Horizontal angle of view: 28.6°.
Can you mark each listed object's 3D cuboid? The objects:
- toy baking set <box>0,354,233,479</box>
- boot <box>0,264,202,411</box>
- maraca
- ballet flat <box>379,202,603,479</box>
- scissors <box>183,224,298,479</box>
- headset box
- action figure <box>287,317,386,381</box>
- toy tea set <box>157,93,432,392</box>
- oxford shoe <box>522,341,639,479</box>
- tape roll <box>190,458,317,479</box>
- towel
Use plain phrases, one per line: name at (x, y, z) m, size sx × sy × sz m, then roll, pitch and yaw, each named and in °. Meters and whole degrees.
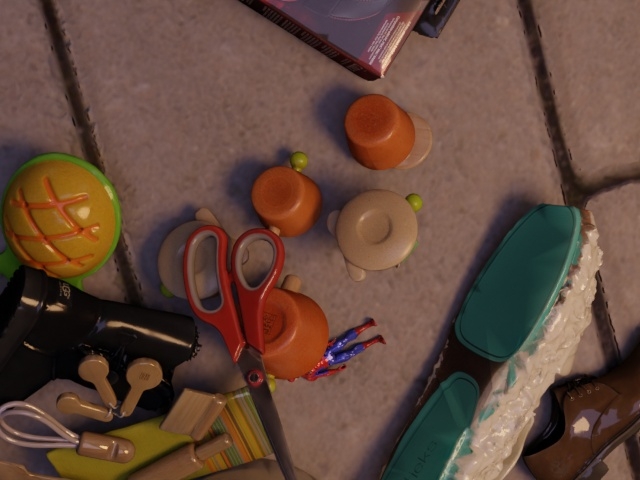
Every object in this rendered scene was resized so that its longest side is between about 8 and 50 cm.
toy baking set at (-0.220, 0.200, 1.281) m, size 0.256 × 0.030 × 0.197 m, roll -33°, pitch 123°, yaw 16°
boot at (-0.263, 0.145, 1.309) m, size 0.207 × 0.094 × 0.246 m, roll 23°, pitch 122°, yaw -27°
maraca at (-0.275, -0.007, 1.299) m, size 0.127 × 0.099 × 0.186 m, roll 26°, pitch 118°, yaw 1°
ballet flat at (0.197, 0.150, 1.372) m, size 0.147 × 0.147 × 0.409 m, roll 29°, pitch 95°, yaw -9°
scissors at (-0.078, 0.123, 1.255) m, size 0.109 × 0.021 × 0.297 m, roll -9°, pitch 75°, yaw 10°
headset box at (0.015, -0.315, 1.287) m, size 0.293 × 0.110 × 0.218 m, roll 32°, pitch 91°, yaw -9°
action figure at (0.014, 0.126, 1.381) m, size 0.115 × 0.030 × 0.038 m, roll -28°, pitch 104°, yaw -1°
toy tea set at (0.000, 0.000, 1.342) m, size 0.336 × 0.124 × 0.200 m, roll -39°, pitch 70°, yaw 2°
oxford shoe at (0.311, 0.179, 1.396) m, size 0.096 × 0.083 × 0.227 m, roll 39°, pitch 90°, yaw -5°
tape roll at (-0.069, 0.371, 1.327) m, size 0.246 × 0.169 × 0.246 m, roll -1°, pitch 97°, yaw -6°
towel at (-0.161, 0.219, 1.335) m, size 0.237 × 0.021 × 0.102 m, roll -18°, pitch 128°, yaw 4°
